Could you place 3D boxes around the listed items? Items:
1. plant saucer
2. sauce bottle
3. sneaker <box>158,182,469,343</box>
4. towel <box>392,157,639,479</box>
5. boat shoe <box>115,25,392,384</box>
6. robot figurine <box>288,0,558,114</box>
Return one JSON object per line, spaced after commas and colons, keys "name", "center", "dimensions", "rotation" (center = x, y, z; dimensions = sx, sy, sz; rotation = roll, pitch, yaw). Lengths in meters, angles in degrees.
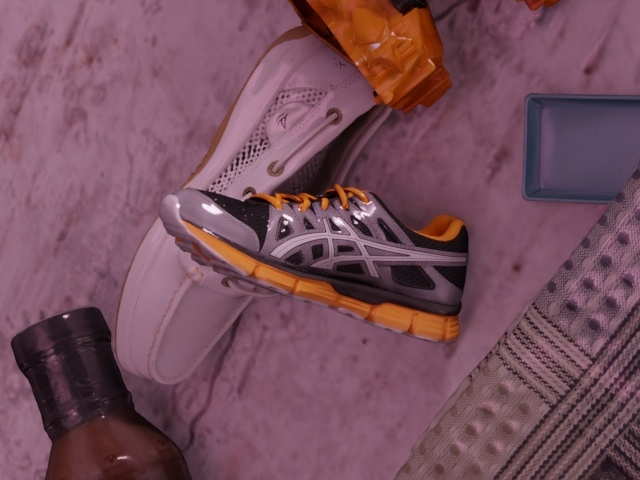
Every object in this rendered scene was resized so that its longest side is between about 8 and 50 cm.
{"name": "plant saucer", "center": [0.210, -0.053, 0.959], "dimensions": [0.192, 0.018, 0.067], "rotation": [4, 95, 33]}
{"name": "sauce bottle", "center": [-0.128, 0.216, 1.137], "dimensions": [0.111, 0.111, 0.344], "rotation": [-31, 75, 30]}
{"name": "sneaker", "center": [0.000, 0.000, 1.008], "dimensions": [0.084, 0.215, 0.083], "rotation": [18, 90, 63]}
{"name": "towel", "center": [0.218, 0.156, 0.944], "dimensions": [0.312, 0.056, 0.324], "rotation": [43, 112, 17]}
{"name": "boat shoe", "center": [-0.044, -0.004, 1.077], "dimensions": [0.096, 0.098, 0.277], "rotation": [39, 111, 26]}
{"name": "robot figurine", "center": [0.023, -0.235, 1.020], "dimensions": [0.211, 0.085, 0.291], "rotation": [-38, 72, 16]}
